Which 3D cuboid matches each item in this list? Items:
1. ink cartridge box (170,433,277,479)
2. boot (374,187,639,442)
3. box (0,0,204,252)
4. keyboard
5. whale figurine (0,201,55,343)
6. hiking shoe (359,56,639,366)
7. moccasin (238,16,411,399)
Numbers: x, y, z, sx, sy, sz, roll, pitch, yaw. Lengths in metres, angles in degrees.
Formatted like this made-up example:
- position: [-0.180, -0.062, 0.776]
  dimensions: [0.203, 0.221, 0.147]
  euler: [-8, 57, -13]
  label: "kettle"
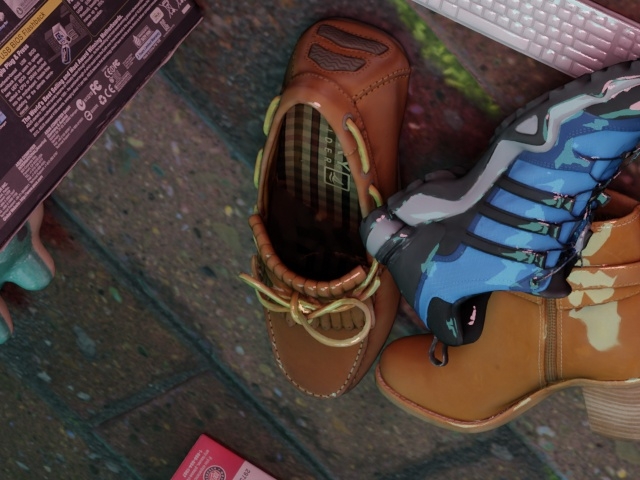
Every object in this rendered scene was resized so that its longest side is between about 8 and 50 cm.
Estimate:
- position: [-0.071, 0.339, 1.862]
  dimensions: [0.237, 0.172, 0.100]
  euler: [31, 139, 4]
  label: "ink cartridge box"
- position: [0.155, 0.053, 1.495]
  dimensions: [0.283, 0.109, 0.220]
  euler: [9, 129, 35]
  label: "boot"
- position: [-0.295, -0.171, 1.355]
  dimensions: [0.097, 0.395, 0.318]
  euler: [-22, 115, 42]
  label: "box"
- position: [0.175, -0.156, 1.350]
  dimensions: [0.256, 0.014, 0.072]
  euler: [27, 139, 9]
  label: "keyboard"
- position: [-0.364, 0.012, 1.768]
  dimensions: [0.216, 0.141, 0.272]
  euler: [23, 138, 13]
  label: "whale figurine"
- position: [0.172, -0.029, 1.345]
  dimensions: [0.304, 0.113, 0.132]
  euler: [-35, 81, 39]
  label: "hiking shoe"
- position: [0.003, 0.001, 1.511]
  dimensions: [0.139, 0.147, 0.380]
  euler: [24, 138, 12]
  label: "moccasin"
